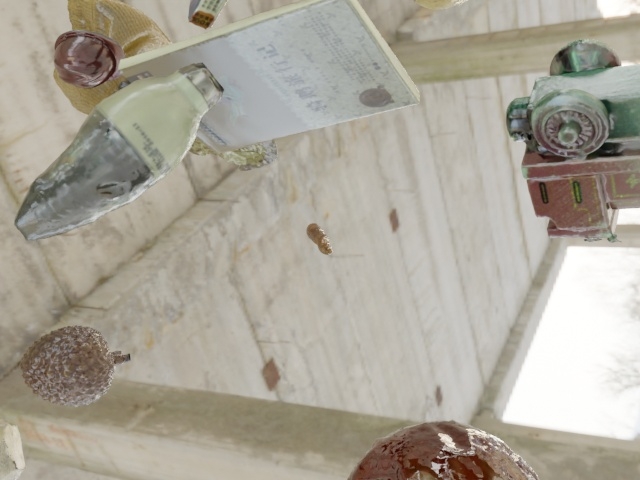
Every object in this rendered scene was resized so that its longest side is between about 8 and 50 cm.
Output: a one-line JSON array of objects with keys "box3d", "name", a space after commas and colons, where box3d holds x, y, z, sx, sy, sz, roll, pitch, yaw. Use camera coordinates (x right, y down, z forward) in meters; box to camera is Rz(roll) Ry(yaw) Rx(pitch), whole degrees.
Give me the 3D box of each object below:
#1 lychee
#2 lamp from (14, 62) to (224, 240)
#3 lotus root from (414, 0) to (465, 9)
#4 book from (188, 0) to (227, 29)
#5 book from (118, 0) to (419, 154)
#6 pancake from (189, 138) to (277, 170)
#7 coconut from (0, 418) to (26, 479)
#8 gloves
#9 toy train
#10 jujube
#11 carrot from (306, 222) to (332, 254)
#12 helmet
[{"box3d": [-0.550, 0.282, 1.720, 0.238, 0.200, 0.200, -3, -86, -16], "name": "lychee"}, {"box3d": [-0.199, -0.090, 0.761, 0.250, 0.101, 0.101, -42, -47, -10], "name": "lamp"}, {"box3d": [0.223, -0.483, 1.287, 0.146, 0.284, 0.160, 13, -94, -19], "name": "lotus root"}, {"box3d": [-0.035, -0.488, 0.898, 0.039, 0.428, 0.300, 24, -134, -22], "name": "book"}, {"box3d": [-0.060, -0.195, 0.942, 0.217, 0.310, 0.021, 39, -133, -53], "name": "book"}, {"box3d": [-0.196, -0.218, 1.569, 0.235, 0.212, 0.029, 25, -123, -12], "name": "pancake"}, {"box3d": [-0.528, 0.355, 1.228, 0.110, 0.110, 0.125, -23, -76, -56], "name": "coconut"}, {"box3d": [-0.353, -0.302, 1.326, 0.203, 0.356, 0.155, -49, -35, 12], "name": "gloves"}, {"box3d": [0.373, -0.114, 0.868, 0.150, 0.304, 0.222, -61, -43, -39], "name": "toy train"}, {"box3d": [0.153, 0.395, 0.869, 0.276, 0.276, 0.377, 38, -151, -52], "name": "jujube"}, {"box3d": [0.001, -0.001, 1.614, 0.035, 0.165, 0.036, -5, -70, -15], "name": "carrot"}, {"box3d": [-0.347, -0.256, 1.118, 0.057, 0.111, 0.089, -76, -15, -46], "name": "helmet"}]
